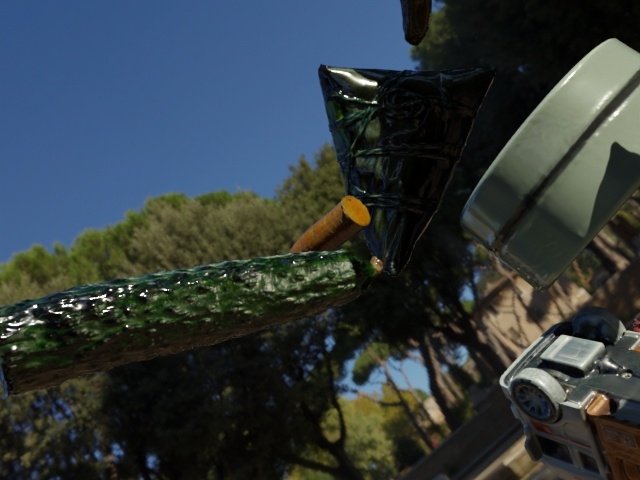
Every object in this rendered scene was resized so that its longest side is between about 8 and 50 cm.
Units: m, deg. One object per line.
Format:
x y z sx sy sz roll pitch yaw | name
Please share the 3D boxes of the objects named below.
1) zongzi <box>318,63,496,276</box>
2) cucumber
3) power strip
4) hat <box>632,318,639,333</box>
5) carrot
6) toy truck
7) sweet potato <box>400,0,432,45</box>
0.134 -0.134 1.352 0.362 0.319 0.383 -161 75 -85 | zongzi
-0.088 0.049 0.529 0.294 0.067 0.067 -11 -32 -23 | cucumber
0.366 -0.109 0.995 0.357 0.161 0.357 -43 -17 -16 | power strip
0.645 0.160 1.204 0.237 0.107 0.286 -13 -5 -22 | hat
0.000 0.000 0.909 0.139 0.048 0.048 -39 -17 30 | carrot
0.407 0.220 0.792 0.173 0.388 0.207 -34 -67 -28 | toy truck
0.135 -0.454 1.155 0.075 0.075 0.273 -33 -65 -22 | sweet potato
